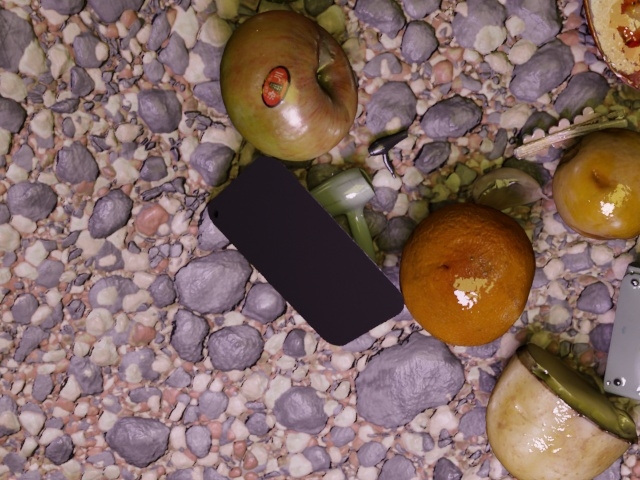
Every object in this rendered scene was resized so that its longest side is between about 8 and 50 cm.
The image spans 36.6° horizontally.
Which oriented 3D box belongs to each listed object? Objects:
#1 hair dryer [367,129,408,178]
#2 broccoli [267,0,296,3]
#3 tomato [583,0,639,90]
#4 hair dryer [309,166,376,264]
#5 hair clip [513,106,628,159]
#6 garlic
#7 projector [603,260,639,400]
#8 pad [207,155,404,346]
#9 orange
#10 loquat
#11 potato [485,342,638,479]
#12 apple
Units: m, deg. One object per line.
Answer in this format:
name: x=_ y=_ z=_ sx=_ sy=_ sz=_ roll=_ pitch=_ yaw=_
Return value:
hair dryer: x=0.134 y=-0.157 z=1.796 sx=0.079 sy=0.031 sz=0.083 roll=-26 pitch=114 yaw=-5
broccoli: x=-0.076 y=-0.473 z=1.687 sx=0.131 sy=0.130 sz=0.120 roll=-8 pitch=57 yaw=27
tomato: x=0.607 y=-0.428 z=1.685 sx=0.338 sy=0.143 sz=0.338 roll=0 pitch=97 yaw=2
hair dryer: x=0.036 y=0.000 z=1.812 sx=0.206 sy=0.075 sz=0.237 roll=-26 pitch=108 yaw=11
hair clip: x=0.455 y=-0.200 z=1.777 sx=0.214 sy=0.056 sz=0.062 roll=-16 pitch=117 yaw=11
garlic: x=0.346 y=-0.098 z=1.791 sx=0.152 sy=0.066 sz=0.084 roll=-17 pitch=128 yaw=6
projector: x=0.645 y=0.181 z=1.778 sx=0.198 sy=0.108 sz=0.250 roll=13 pitch=102 yaw=28
pad: x=0.000 y=0.000 z=1.748 sx=0.375 sy=0.063 sz=0.315 roll=47 pitch=137 yaw=-7
orange: x=0.262 y=0.064 z=1.726 sx=0.264 sy=0.264 sz=0.264 roll=0 pitch=101 yaw=-1
loquat: x=0.513 y=-0.088 z=1.713 sx=0.213 sy=0.213 sz=0.213 roll=0 pitch=101 yaw=-1
potato: x=0.425 y=0.352 z=1.805 sx=0.285 sy=0.242 sz=0.242 roll=32 pitch=99 yaw=-26
apple: x=-0.055 y=-0.264 z=1.663 sx=0.194 sy=0.261 sz=0.260 roll=-12 pitch=103 yaw=36
